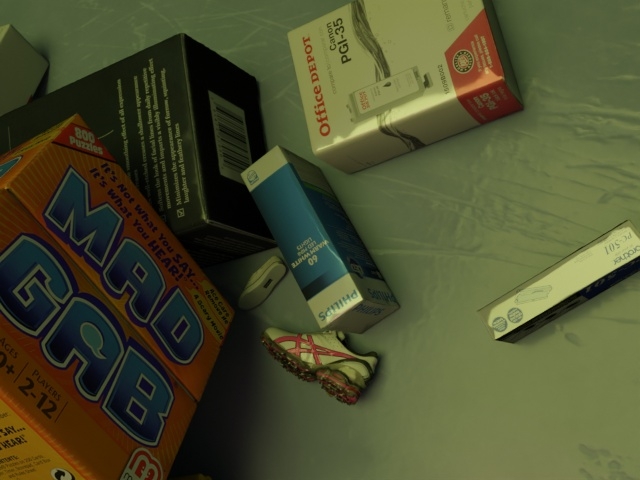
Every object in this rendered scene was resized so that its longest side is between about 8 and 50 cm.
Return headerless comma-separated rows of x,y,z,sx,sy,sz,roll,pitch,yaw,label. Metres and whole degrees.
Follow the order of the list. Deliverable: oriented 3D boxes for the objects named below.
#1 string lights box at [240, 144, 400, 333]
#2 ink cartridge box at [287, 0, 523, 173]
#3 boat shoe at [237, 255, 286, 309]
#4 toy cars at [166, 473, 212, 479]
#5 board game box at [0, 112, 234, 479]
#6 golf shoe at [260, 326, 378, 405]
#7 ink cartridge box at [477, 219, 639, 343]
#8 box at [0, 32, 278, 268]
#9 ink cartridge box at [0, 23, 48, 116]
0.000,0.000,1.080,0.077,0.133,0.259,-36,66,17,string lights box
0.113,-0.240,1.074,0.283,0.117,0.207,-19,73,23,ink cartridge box
-0.094,0.064,1.179,0.100,0.035,0.035,-50,36,15,boat shoe
-0.096,0.491,1.074,0.394,0.087,0.176,38,103,24,toy cars
-0.389,0.130,0.951,0.357,0.356,0.356,-21,29,26,board game box
-0.003,0.164,1.100,0.186,0.067,0.086,23,63,31,golf shoe
0.302,0.056,0.933,0.207,0.097,0.046,-35,67,18,ink cartridge box
-0.296,-0.094,1.208,0.396,0.212,0.293,-16,74,24,box
-0.691,-0.285,1.470,0.273,0.114,0.196,-6,54,27,ink cartridge box
